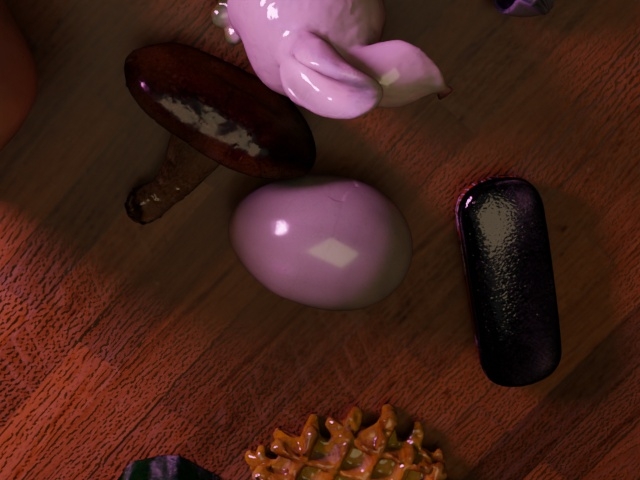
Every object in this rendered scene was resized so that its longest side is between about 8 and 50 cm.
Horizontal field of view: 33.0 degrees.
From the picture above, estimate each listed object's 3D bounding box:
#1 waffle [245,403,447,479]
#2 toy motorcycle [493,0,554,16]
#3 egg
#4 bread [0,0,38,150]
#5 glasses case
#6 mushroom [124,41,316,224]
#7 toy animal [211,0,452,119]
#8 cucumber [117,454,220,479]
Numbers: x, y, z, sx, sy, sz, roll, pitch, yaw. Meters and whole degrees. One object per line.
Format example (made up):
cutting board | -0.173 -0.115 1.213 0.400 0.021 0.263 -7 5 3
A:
waffle | 0.054 0.349 1.376 0.259 0.069 0.293 -17 111 2
toy motorcycle | 0.211 -0.341 1.129 0.159 0.106 0.270 -43 123 5
egg | 0.000 0.000 1.208 0.209 0.151 0.151 13 107 -3
bread | -0.446 -0.206 0.990 0.253 0.348 0.376 -38 107 11
glasses case | 0.226 0.051 1.290 0.103 0.067 0.267 -12 109 -3
mushroom | -0.136 -0.090 1.194 0.227 0.148 0.217 30 122 -5
toy animal | 0.011 -0.266 1.080 0.182 0.247 0.310 16 85 -39
cucumber | -0.198 0.373 1.332 0.191 0.130 0.191 0 112 -1
